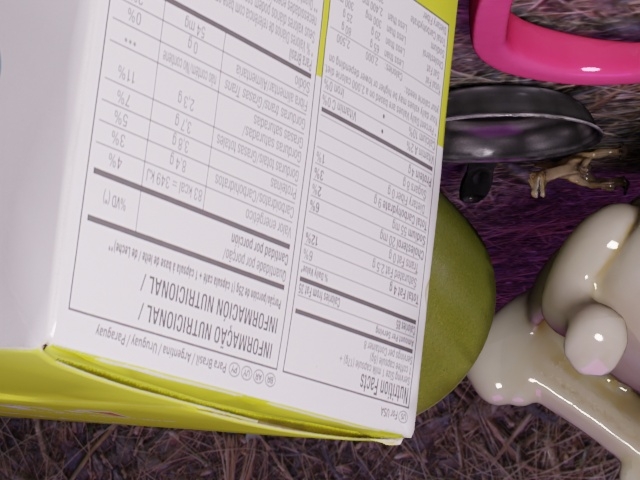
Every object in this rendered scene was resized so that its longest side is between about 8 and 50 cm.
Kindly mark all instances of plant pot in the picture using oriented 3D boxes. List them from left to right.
[{"bbox_3d":[0.000,0.000,1.861,0.274,0.275,0.293,-5,151,18],"label":"plant pot"}]

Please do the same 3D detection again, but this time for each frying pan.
[{"bbox_3d":[0.182,-0.093,1.843,0.197,0.053,0.326,-5,170,20],"label":"frying pan"}]

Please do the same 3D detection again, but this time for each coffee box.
[{"bbox_3d":[-0.156,-0.079,1.040,0.337,0.334,0.338,0,169,30],"label":"coffee box"}]

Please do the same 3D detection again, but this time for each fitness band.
[{"bbox_3d":[0.214,-0.174,1.439,0.209,0.054,0.291,-2,168,2],"label":"fitness band"}]

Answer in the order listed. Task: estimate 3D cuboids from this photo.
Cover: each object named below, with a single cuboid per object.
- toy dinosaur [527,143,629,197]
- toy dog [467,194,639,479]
[{"bbox_3d":[0.265,-0.074,1.986,0.092,0.053,0.183,4,-172,22],"label":"toy dinosaur"},{"bbox_3d":[0.382,0.037,1.862,0.395,0.284,0.408,-41,170,-26],"label":"toy dog"}]
